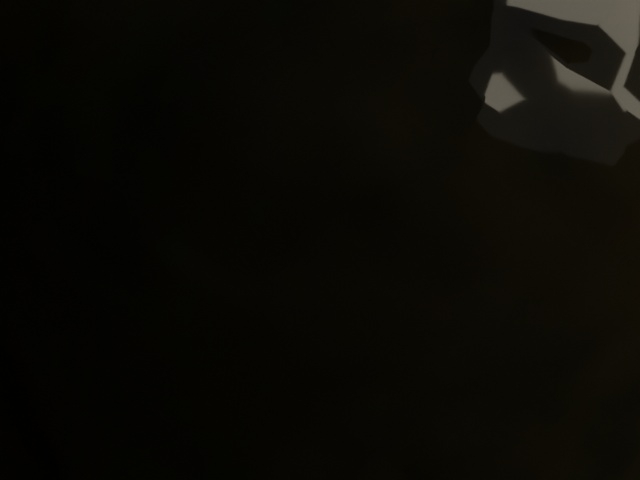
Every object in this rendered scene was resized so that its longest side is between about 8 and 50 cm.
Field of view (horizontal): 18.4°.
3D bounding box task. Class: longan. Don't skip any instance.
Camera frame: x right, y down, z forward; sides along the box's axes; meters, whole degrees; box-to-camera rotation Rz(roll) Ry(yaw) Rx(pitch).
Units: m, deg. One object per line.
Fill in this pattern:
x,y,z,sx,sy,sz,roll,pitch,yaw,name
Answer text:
-0.007,0.001,0.841,0.404,0.404,0.436,62,1,30,longan
